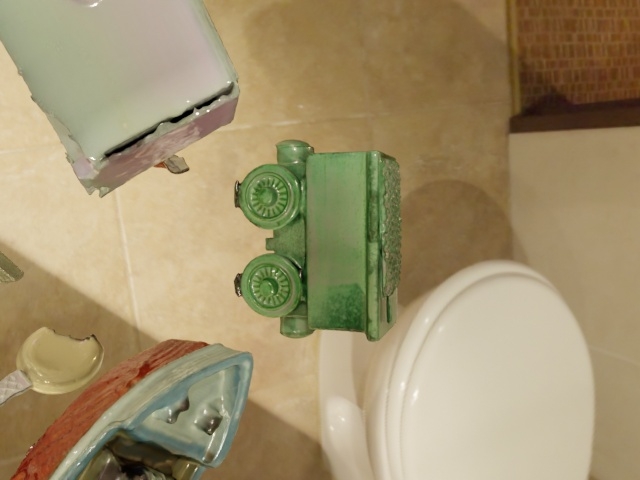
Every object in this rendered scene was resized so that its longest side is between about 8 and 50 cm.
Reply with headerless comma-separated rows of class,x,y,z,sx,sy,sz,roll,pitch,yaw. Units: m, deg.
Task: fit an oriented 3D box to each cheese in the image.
cheese,-0.573,0.281,1.279,0.163,0.248,0.070,29,125,-5

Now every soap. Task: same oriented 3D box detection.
soap,-0.249,-0.260,0.547,0.156,0.261,0.446,-30,88,-16

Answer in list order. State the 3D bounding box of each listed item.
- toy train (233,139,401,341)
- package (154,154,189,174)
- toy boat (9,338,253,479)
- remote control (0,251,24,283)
toy train,0.000,0.000,0.803,0.202,0.145,0.265,1,94,17
package,-0.424,-0.203,1.431,0.232,0.166,0.040,11,106,-33
toy boat,-0.155,0.222,0.461,0.331,0.133,0.145,-59,146,-16
remote control,-0.683,-0.018,1.149,0.285,0.123,0.038,48,56,-24
